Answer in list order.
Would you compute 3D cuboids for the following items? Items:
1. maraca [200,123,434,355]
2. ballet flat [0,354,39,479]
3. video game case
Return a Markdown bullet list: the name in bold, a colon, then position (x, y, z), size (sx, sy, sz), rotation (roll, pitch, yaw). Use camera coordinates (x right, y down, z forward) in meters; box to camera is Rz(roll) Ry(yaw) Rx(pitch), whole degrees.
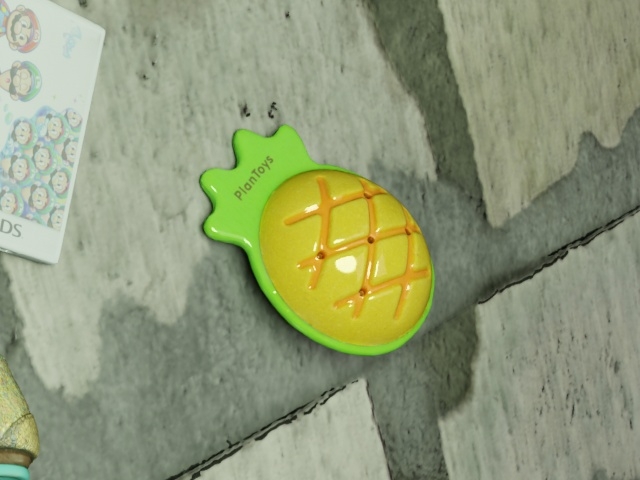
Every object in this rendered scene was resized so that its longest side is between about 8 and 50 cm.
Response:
- **maraca**: position (0.000, 0.000, 1.269), size (0.186, 0.099, 0.127), rotation (41, 58, -8)
- **ballet flat**: position (-0.307, 0.094, 0.966), size (0.348, 0.123, 0.123), rotation (0, 91, -44)
- **video game case**: position (-0.194, -0.076, 1.107), size (0.143, 0.019, 0.157), rotation (23, 74, -55)
